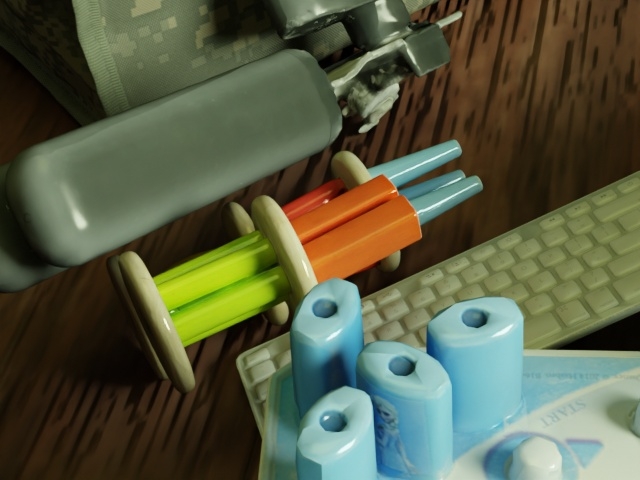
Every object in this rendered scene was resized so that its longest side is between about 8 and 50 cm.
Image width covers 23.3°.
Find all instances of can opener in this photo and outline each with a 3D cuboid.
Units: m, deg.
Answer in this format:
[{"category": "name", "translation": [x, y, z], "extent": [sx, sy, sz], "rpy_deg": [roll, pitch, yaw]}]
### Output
[{"category": "can opener", "translation": [-0.038, -0.062, 0.637], "extent": [0.074, 0.093, 0.280], "rpy_deg": [-23, 8, 43]}]

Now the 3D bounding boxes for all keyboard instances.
[{"category": "keyboard", "translation": [0.092, 0.011, 0.569], "extent": [0.256, 0.014, 0.072], "rpy_deg": [-25, 28, 0]}]

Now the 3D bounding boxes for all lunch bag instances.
[{"category": "lunch bag", "translation": [-0.086, -0.200, 0.801], "extent": [0.235, 0.169, 0.287], "rpy_deg": [-29, 45, -20]}]

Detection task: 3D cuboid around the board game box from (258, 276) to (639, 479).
[{"category": "board game box", "translation": [0.169, 0.154, 0.316], "extent": [0.390, 0.050, 0.390], "rpy_deg": [1, 42, 3]}]

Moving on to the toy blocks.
[{"category": "toy blocks", "translation": [0.000, 0.000, 0.576], "extent": [0.148, 0.054, 0.123], "rpy_deg": [-25, 4, -11]}]
